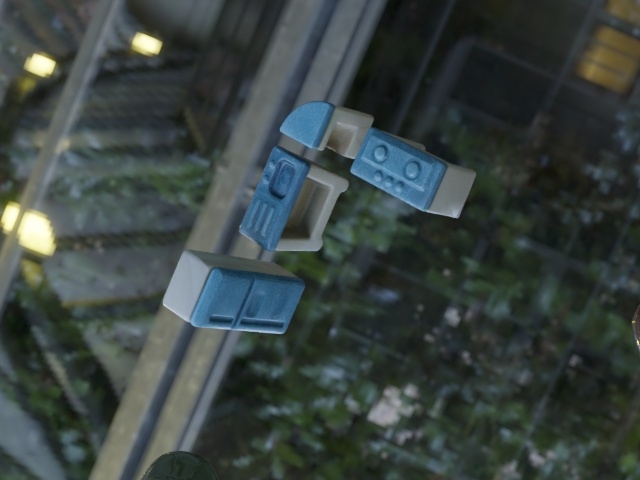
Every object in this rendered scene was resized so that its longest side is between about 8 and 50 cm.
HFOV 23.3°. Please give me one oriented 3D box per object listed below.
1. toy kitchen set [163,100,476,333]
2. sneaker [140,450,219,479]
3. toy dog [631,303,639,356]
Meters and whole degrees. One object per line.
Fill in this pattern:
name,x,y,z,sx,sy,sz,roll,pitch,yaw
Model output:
toy kitchen set,0.000,0.000,1.262,0.166,0.207,0.122,31,-167,36
sneaker,-0.091,0.181,0.909,0.064,0.086,0.192,14,-139,1
toy dog,0.453,0.135,1.429,0.395,0.284,0.408,33,-168,-26
